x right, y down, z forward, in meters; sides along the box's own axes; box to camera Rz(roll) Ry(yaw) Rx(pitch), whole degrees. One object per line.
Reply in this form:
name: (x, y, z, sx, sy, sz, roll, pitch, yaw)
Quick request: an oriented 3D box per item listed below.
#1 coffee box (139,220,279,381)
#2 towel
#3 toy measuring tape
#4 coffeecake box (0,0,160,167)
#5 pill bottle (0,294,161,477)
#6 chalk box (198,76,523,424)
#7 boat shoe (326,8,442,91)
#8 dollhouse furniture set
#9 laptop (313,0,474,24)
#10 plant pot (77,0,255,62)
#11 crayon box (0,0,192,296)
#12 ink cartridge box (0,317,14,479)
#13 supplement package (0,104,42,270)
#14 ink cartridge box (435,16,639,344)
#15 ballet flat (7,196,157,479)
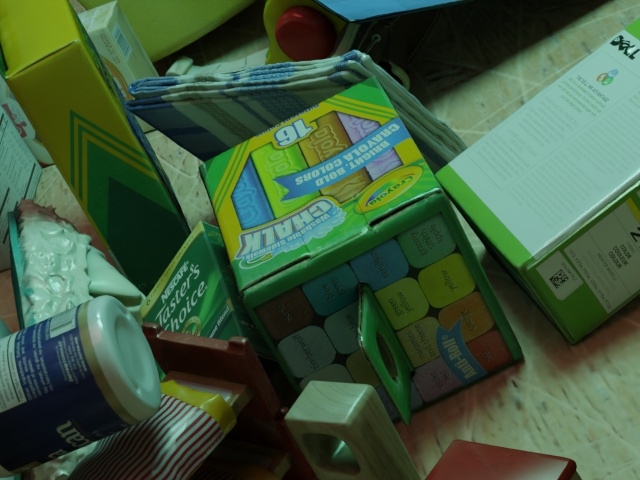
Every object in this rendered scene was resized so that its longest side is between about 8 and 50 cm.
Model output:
coffee box: (-0.099, 0.080, 1.396, 0.113, 0.040, 0.184, -53, 34, 23)
towel: (-0.021, -0.108, 1.535, 0.285, 0.209, 0.034, -3, 64, 37)
toy measuring tape: (-0.056, -0.250, 1.851, 0.330, 0.121, 0.121, -6, 38, 32)
coffeecake box: (-0.291, -0.178, 1.899, 0.185, 0.142, 0.068, -17, 32, 18)
pill bottle: (-0.207, 0.112, 1.157, 0.169, 0.094, 0.094, -24, 31, 10)
chalk box: (0.036, 0.029, 1.309, 0.179, 0.180, 0.289, -27, 32, 2)
boat shoe: (0.059, -0.172, 1.685, 0.095, 0.095, 0.257, 24, 63, 36)
dollhouse furniture set: (-0.023, 0.191, 1.138, 0.374, 0.152, 0.201, 4, 43, 41)
laptop: (0.112, -0.422, 1.754, 0.382, 0.408, 0.236, -14, -6, -20)
plant pot: (-0.201, -0.335, 1.986, 0.187, 0.212, 0.212, -43, 15, 6)
crayon box: (-0.234, -0.124, 1.600, 0.083, 0.323, 0.203, -29, 31, -1)
ink cartridge box: (-0.479, 0.200, 1.467, 0.394, 0.166, 0.285, -23, 32, 7)
supplement package: (-0.478, -0.039, 1.839, 0.261, 0.145, 0.204, -20, 32, 14)
ink cartridge box: (0.245, -0.064, 1.320, 0.255, 0.097, 0.189, -37, 31, 2)
ballet flat: (-0.216, 0.100, 1.479, 0.147, 0.147, 0.409, -25, 34, 4)
